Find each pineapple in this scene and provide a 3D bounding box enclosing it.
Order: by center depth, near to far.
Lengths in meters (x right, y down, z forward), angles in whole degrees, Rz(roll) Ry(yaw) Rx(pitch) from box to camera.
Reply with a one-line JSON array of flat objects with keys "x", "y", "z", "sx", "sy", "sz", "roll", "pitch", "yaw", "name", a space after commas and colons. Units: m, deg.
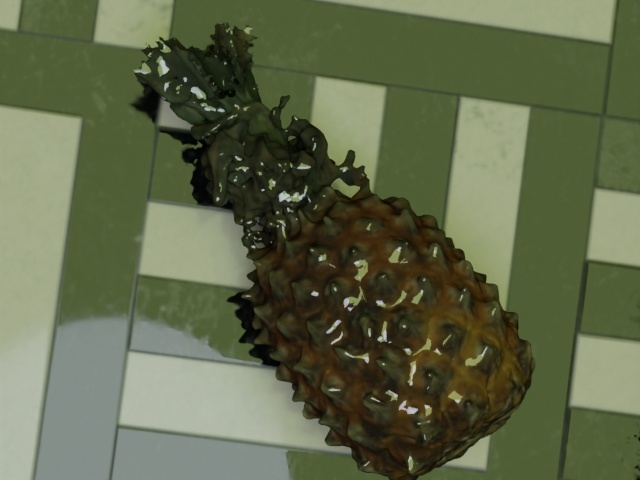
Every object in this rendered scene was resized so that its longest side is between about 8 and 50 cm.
[{"x": 0.000, "y": 0.000, "z": 1.350, "sx": 0.175, "sy": 0.175, "sz": 0.361, "roll": -34, "pitch": 78, "yaw": -7, "name": "pineapple"}]
